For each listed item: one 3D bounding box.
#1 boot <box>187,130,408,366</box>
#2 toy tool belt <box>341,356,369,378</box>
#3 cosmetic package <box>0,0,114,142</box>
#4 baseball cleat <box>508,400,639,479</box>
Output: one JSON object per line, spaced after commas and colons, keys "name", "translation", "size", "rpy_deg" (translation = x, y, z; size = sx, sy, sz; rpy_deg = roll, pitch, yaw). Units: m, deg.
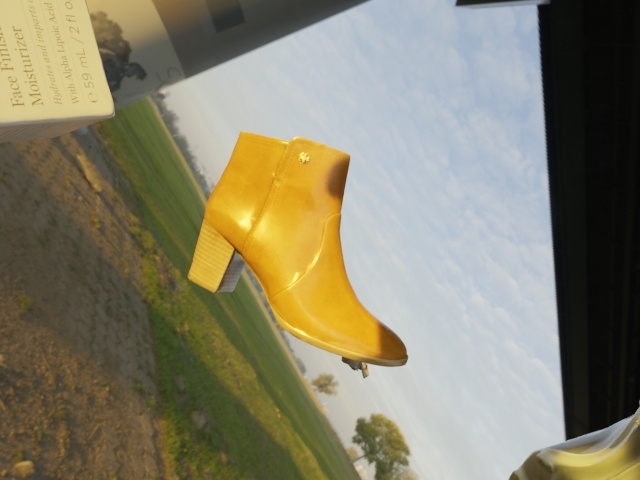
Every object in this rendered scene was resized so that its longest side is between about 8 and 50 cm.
{"name": "boot", "translation": [-0.001, 0.000, 0.516], "size": [0.296, 0.211, 0.104], "rpy_deg": [24, 2, 8]}
{"name": "toy tool belt", "translation": [0.074, 0.171, 0.699], "size": [0.051, 0.083, 0.052], "rpy_deg": [43, -29, -13]}
{"name": "cosmetic package", "translation": [-0.301, -0.156, 0.351], "size": [0.152, 0.184, 0.151], "rpy_deg": [3, -71, 41]}
{"name": "baseball cleat", "translation": [0.205, 0.147, 0.269], "size": [0.205, 0.110, 0.072], "rpy_deg": [112, -20, -45]}
